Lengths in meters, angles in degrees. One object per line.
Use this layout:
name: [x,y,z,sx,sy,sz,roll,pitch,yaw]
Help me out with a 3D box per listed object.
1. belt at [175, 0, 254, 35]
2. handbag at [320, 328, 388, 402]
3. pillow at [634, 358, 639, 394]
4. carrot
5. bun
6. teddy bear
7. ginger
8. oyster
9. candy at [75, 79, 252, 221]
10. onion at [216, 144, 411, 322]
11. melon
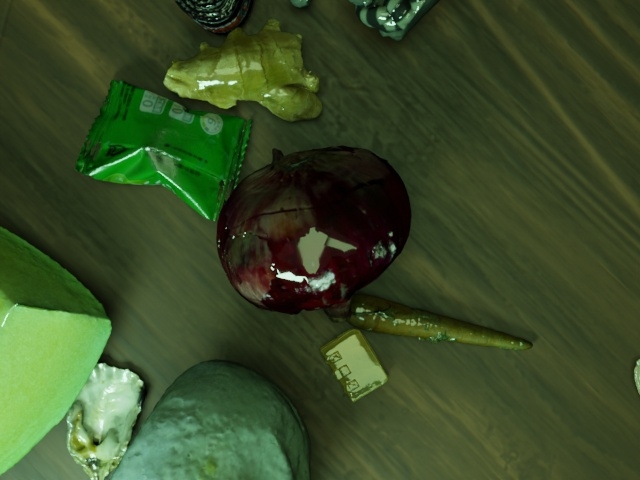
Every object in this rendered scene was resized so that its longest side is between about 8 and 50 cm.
belt: [-0.148,-0.442,1.418,0.126,0.094,0.359,-9,89,0]
handbag: [0.043,0.160,1.435,0.061,0.027,0.083,-31,89,0]
pillow: [0.512,0.173,1.424,0.211,0.034,0.135,-23,92,2]
carrot: [0.148,0.111,1.429,0.254,0.049,0.049,11,89,-3]
bun: [-0.132,0.318,1.283,0.211,0.362,0.362,26,89,4]
teddy bear: [0.046,-0.346,1.391,0.251,0.144,0.171,30,104,4]
ginger: [-0.093,-0.219,1.419,0.205,0.081,0.115,8,121,-7]
oyster: [-0.273,0.228,1.429,0.122,0.045,0.146,-30,81,3]
candy: [-0.197,-0.116,1.422,0.203,0.078,0.141,17,89,-4]
onion: [0.000,0.000,1.346,0.252,0.252,0.219,-23,112,0]
melon: [-0.471,0.158,1.359,0.331,0.226,0.343,32,103,-10]
